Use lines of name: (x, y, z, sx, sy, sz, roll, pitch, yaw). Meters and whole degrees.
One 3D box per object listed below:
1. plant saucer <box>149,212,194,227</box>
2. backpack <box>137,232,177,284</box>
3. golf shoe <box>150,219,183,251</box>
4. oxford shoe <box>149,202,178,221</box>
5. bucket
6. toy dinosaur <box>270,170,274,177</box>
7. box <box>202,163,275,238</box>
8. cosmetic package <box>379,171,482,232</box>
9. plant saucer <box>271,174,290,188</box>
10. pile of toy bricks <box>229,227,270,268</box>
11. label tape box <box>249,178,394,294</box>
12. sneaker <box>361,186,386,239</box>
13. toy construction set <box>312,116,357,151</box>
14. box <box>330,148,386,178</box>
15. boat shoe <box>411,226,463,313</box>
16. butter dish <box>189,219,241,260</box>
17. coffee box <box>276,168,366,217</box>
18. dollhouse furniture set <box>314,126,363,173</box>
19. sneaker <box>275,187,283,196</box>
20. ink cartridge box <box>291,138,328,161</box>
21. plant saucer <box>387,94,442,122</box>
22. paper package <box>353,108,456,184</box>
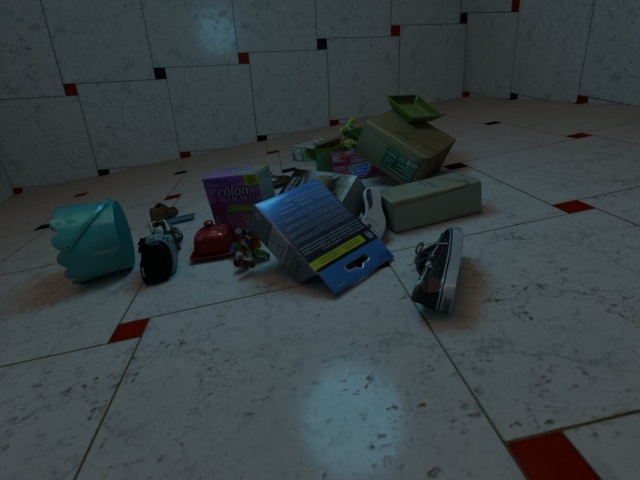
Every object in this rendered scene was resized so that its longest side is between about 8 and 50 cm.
plant saucer: (-0.656, -0.086, 1.800, 0.192, 0.018, 0.067, -14, 24, -6)
backpack: (-0.526, 0.047, 1.316, 0.115, 0.152, 0.182, -1, 17, -20)
golf shoe: (-0.584, -0.032, 1.525, 0.105, 0.120, 0.273, -19, 24, -15)
oxford shoe: (-0.718, -0.140, 1.862, 0.076, 0.076, 0.212, -12, 11, 6)
bucket: (-0.756, -0.004, 1.365, 0.183, 0.281, 0.281, -14, 24, -15)
toy dinosaur: (-0.271, -0.341, 2.212, 0.090, 0.047, 0.082, -36, 19, 33)
box: (-0.281, -0.138, 1.477, 0.214, 0.243, 0.117, -3, 25, 16)
cosmetic package: (0.358, -0.132, 1.357, 0.310, 0.113, 0.160, -15, 24, -8)
plant saucer: (-0.235, -0.298, 2.085, 0.168, 0.029, 0.168, -10, 23, 4)
pile of toy bricks: (-0.210, 0.031, 1.271, 0.105, 0.118, 0.212, 18, 2, -24)
label tape box: (0.000, 0.000, 1.162, 0.249, 0.115, 0.347, -28, 66, -35)
sneaker: (0.171, -0.054, 1.310, 0.079, 0.121, 0.216, 2, 60, 8)
toy construction set: (0.124, -0.568, 2.323, 0.328, 0.215, 0.151, -33, -2, -25)
box: (0.185, -0.369, 1.941, 0.257, 0.128, 0.122, -9, 26, 2)
boat shoe: (0.275, 0.055, 0.969, 0.105, 0.113, 0.306, 13, 39, 15)
butter dish: (-0.371, -0.014, 1.390, 0.160, 0.118, 0.160, -9, 23, 4)
coffee box: (0.001, -0.146, 1.435, 0.297, 0.119, 0.168, 14, 66, 41)
dollhouse furniture set: (0.134, -0.423, 2.038, 0.302, 0.197, 0.151, -24, 43, -23)
sneaker: (-0.147, -0.152, 1.649, 0.232, 0.090, 0.115, 12, 35, 43)
ink cartridge box: (-0.031, -0.554, 2.496, 0.189, 0.097, 0.255, -26, 31, -33)
plant saucer: (0.407, -0.573, 1.775, 0.188, 0.045, 0.188, -14, 52, -31)
paper package: (0.361, -0.406, 1.741, 0.325, 0.168, 0.309, 38, 46, 19)
